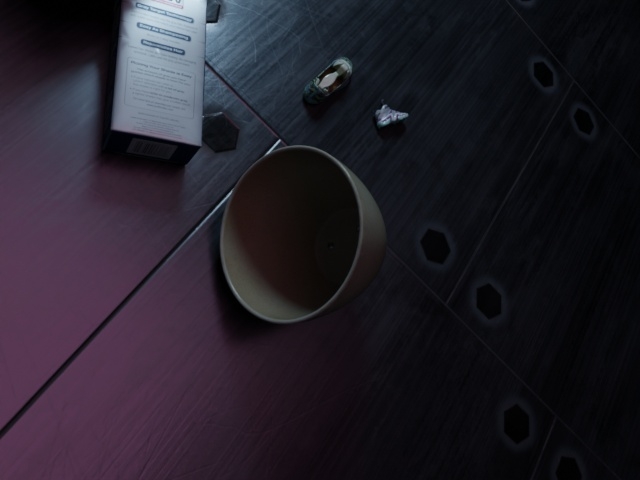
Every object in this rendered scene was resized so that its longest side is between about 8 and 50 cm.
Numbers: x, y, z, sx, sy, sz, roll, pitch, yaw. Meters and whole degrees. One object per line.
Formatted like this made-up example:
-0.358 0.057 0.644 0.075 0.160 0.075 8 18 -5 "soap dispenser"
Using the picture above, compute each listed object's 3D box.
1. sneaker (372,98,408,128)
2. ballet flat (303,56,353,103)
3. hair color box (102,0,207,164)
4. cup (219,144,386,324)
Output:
0.175 -0.327 1.546 0.098 0.038 0.069 -23 88 -33 "sneaker"
0.034 -0.393 1.471 0.070 0.070 0.188 45 58 -11 "ballet flat"
-0.328 -0.340 1.222 0.174 0.105 0.347 8 72 -27 "hair color box"
0.000 0.000 1.214 0.237 0.331 0.331 11 67 -55 "cup"
